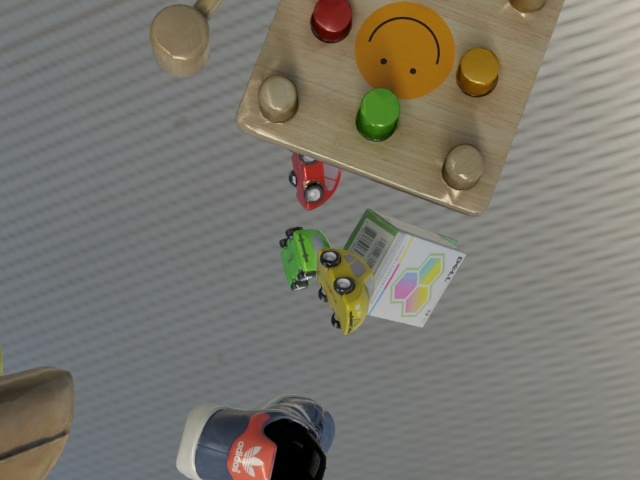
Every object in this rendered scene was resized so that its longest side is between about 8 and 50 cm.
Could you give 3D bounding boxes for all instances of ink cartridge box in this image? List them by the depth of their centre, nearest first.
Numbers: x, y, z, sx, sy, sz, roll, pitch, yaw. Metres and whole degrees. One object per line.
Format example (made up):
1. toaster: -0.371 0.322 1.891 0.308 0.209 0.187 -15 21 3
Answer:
1. ink cartridge box: 0.105 0.040 1.829 0.209 0.062 0.109 17 106 -53

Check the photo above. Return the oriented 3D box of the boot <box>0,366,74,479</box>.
1. boot: -0.270 0.123 1.153 0.089 0.269 0.236 40 105 17

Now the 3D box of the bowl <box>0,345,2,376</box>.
1. bowl: -0.506 0.144 1.651 0.290 0.156 0.289 0 88 5

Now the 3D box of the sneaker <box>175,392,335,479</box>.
1. sneaker: -0.039 0.275 1.953 0.148 0.350 0.131 13 94 27

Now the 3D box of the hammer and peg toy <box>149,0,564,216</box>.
1. hammer and peg toy: 0.030 -0.204 1.434 0.361 0.265 0.127 21 173 3

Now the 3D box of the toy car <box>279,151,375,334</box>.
1. toy car: 0.000 0.000 1.681 0.053 0.239 0.225 -12 168 -15
